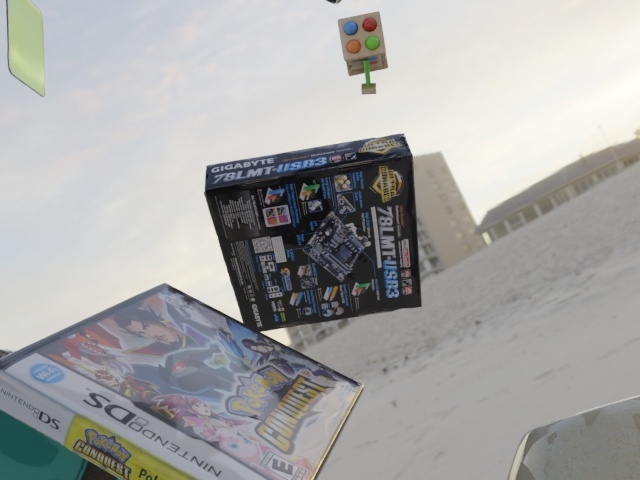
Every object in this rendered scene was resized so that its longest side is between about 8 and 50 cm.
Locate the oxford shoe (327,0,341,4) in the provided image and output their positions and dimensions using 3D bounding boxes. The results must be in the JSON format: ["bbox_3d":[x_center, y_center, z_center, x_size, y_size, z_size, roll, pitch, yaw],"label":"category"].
[{"bbox_3d":[-0.062,-0.406,0.859,0.397,0.140,0.146,4,-65,-48],"label":"oxford shoe"}]

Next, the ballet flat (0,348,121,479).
[{"bbox_3d":[-0.242,0.213,0.741,0.482,0.164,0.182,21,-1,-28],"label":"ballet flat"}]

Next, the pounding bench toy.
[{"bbox_3d":[0.055,-0.226,0.830,0.052,0.083,0.065,-9,-6,7],"label":"pounding bench toy"}]

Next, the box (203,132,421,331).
[{"bbox_3d":[0.000,0.000,1.033,0.293,0.073,0.295,-11,-52,0],"label":"box"}]

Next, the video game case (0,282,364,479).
[{"bbox_3d":[-0.102,0.132,0.602,0.035,0.248,0.275,-67,-10,15],"label":"video game case"}]

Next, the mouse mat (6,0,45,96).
[{"bbox_3d":[-0.576,-0.391,1.331,0.007,0.190,0.152,-4,-7,2],"label":"mouse mat"}]

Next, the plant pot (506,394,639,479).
[{"bbox_3d":[0.228,0.203,0.443,0.284,0.191,0.284,-13,-22,-5],"label":"plant pot"}]
